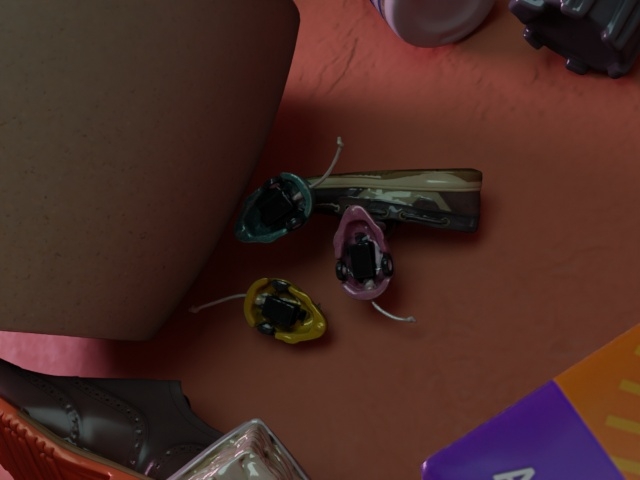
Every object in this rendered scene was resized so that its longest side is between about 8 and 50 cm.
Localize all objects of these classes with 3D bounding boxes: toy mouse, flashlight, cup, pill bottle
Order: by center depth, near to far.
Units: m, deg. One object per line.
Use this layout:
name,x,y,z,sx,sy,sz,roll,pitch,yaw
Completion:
toy mouse,0.000,0.000,0.790,0.161,0.031,0.143,15,97,22
cup,-0.187,-0.055,0.802,0.331,0.331,0.237,2,84,26
flashlight,0.255,-0.256,0.852,0.103,0.103,0.304,17,70,37
pill bottle,0.063,-0.235,0.922,0.094,0.094,0.169,-31,49,2

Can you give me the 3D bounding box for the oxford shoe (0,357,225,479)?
oxford shoe,-0.139,0.132,0.773,0.271,0.097,0.098,24,52,29

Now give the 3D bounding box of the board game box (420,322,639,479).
board game box,0.306,0.177,0.342,0.356,0.356,0.356,-32,50,1

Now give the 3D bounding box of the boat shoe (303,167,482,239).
boat shoe,0.038,-0.023,0.810,0.152,0.056,0.049,-3,89,31

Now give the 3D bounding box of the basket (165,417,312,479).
basket,-0.030,0.191,0.609,0.113,0.103,0.167,-37,86,-3
